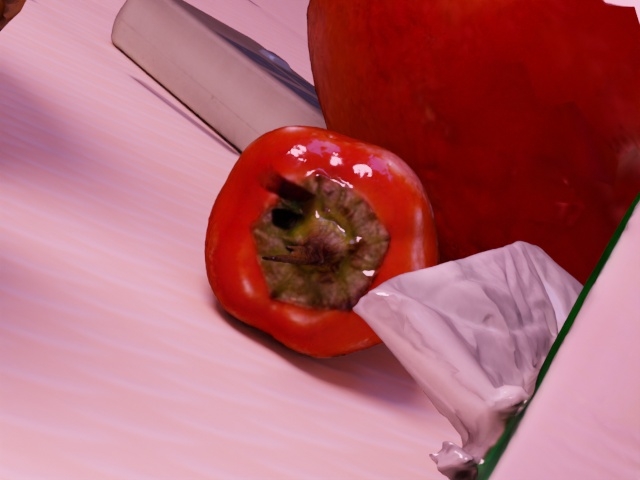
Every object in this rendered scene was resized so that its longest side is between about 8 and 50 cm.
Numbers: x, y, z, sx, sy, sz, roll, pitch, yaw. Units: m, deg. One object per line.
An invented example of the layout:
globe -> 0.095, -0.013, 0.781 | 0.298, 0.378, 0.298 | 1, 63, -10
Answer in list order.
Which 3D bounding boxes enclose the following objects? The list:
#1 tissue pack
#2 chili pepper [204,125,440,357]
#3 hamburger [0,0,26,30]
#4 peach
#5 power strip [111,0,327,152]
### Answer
tissue pack -> 0.098, 0.050, 0.469 | 0.156, 0.148, 0.209 | 27, 9, 17
chili pepper -> 0.000, 0.000, 0.617 | 0.086, 0.084, 0.192 | 3, 5, 9
hamburger -> -0.200, -0.190, 0.578 | 0.283, 0.144, 0.259 | 27, -10, -23
peach -> 0.130, -0.065, 0.768 | 0.281, 0.281, 0.338 | 21, 18, -46
power strip -> -0.018, -0.070, 0.978 | 0.118, 0.046, 0.270 | 20, 16, -48
